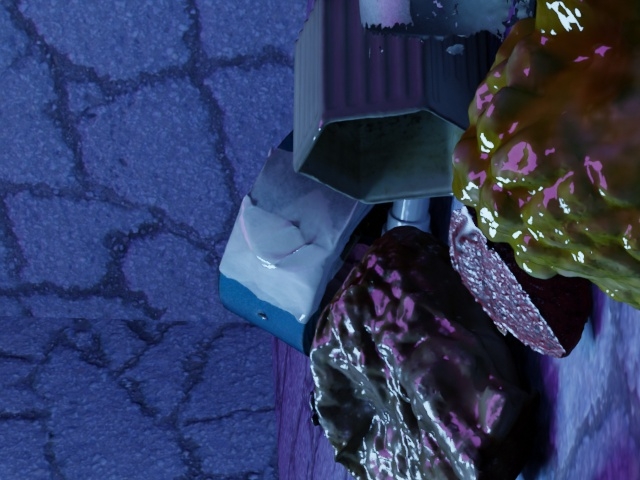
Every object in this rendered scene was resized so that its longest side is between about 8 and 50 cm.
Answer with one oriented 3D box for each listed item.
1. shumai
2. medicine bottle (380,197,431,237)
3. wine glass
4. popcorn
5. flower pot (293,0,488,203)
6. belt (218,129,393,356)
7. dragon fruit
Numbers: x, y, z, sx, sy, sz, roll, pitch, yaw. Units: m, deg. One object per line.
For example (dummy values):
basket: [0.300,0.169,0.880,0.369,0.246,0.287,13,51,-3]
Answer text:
shumai: [0.149,0.161,1.546,0.283,0.217,0.346,17,120,51]
medicine bottle: [0.101,0.081,1.952,0.110,0.110,0.352,-99,13,-57]
wine glass: [0.138,-0.362,1.489,0.190,0.190,0.357,-150,63,-82]
popcorn: [0.196,-0.084,0.877,0.237,0.206,0.251,60,-133,-72]
flower pot: [0.081,-0.171,1.717,0.209,0.239,0.189,-23,57,39]
belt: [0.001,0.001,2.029,0.300,0.173,0.436,-62,-16,-2]
dragon fruit: [0.180,0.026,1.321,0.162,0.083,0.106,50,158,1]
